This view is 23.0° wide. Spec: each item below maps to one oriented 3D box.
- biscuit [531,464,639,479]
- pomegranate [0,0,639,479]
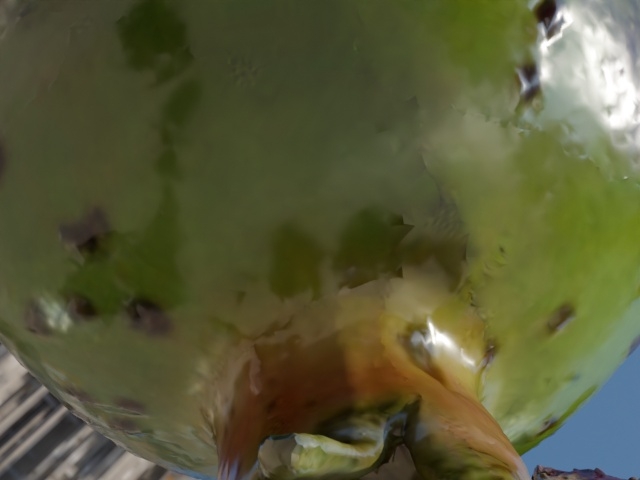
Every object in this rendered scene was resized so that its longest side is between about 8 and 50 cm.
[{"bbox_3d":[0.092,0.174,0.518,0.064,0.034,0.199,5,-92,-1],"label":"biscuit"},{"bbox_3d":[-0.014,-0.010,0.444,0.231,0.286,0.230,8,-59,14],"label":"pomegranate"}]
